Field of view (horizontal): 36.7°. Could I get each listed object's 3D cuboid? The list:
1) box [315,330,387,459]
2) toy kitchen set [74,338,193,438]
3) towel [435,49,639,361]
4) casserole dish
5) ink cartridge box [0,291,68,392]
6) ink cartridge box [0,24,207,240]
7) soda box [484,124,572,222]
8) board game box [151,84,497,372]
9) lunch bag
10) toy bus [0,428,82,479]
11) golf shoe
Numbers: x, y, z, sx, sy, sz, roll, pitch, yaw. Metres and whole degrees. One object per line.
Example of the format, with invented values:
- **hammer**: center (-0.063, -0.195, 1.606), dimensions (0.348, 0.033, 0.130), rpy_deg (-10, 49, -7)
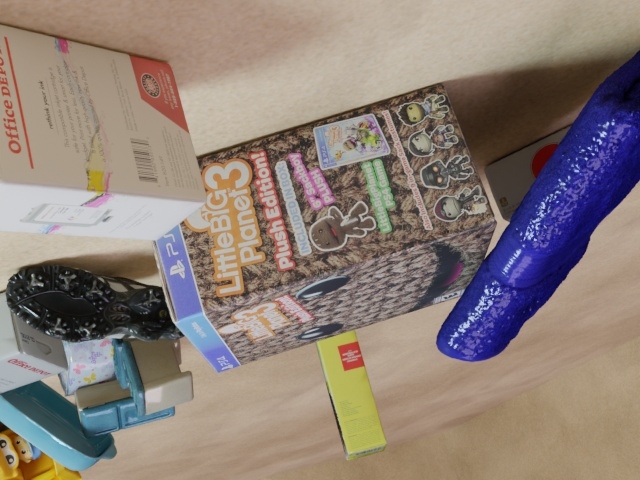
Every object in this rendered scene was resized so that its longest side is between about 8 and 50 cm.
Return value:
- **box**: center (0.033, 0.181, 1.338), dimensions (0.058, 0.232, 0.087), rpy_deg (-13, 160, -4)
- **toy kitchen set**: center (-0.226, 0.189, 1.153), dimensions (0.122, 0.166, 0.207), rpy_deg (-12, 133, -17)
- **towel**: center (0.240, -0.028, 0.920), dimensions (0.227, 0.076, 0.308), rpy_deg (-37, 159, -52)
- **casserole dish**: center (-0.350, 0.236, 1.247), dimensions (0.037, 0.188, 0.114), rpy_deg (-54, 180, 6)
- **ink cartridge box**: center (-0.385, 0.127, 1.057), dimensions (0.175, 0.072, 0.127), rpy_deg (-19, 161, 3)
- **ink cartridge box**: center (-0.179, -0.068, 0.624), dimensions (0.067, 0.115, 0.198), rpy_deg (-32, 156, 37)
- **soda box**: center (0.297, -0.090, 1.068), dimensions (0.216, 0.069, 0.074), rpy_deg (-27, 159, 23)
- **board game box**: center (0.000, 0.000, 0.938), dimensions (0.291, 0.141, 0.232), rpy_deg (-17, 161, -2)
- **lunch bag**: center (-0.297, 0.153, 1.242), dimensions (0.071, 0.053, 0.083), rpy_deg (-7, 133, -27)
- **toy bus**: center (-0.455, 0.340, 1.519), dimensions (0.211, 0.149, 0.220), rpy_deg (-29, 160, -9)
- **golf shoe**: center (-0.238, 0.071, 1.024), dimensions (0.198, 0.077, 0.094), rpy_deg (14, 174, -27)
